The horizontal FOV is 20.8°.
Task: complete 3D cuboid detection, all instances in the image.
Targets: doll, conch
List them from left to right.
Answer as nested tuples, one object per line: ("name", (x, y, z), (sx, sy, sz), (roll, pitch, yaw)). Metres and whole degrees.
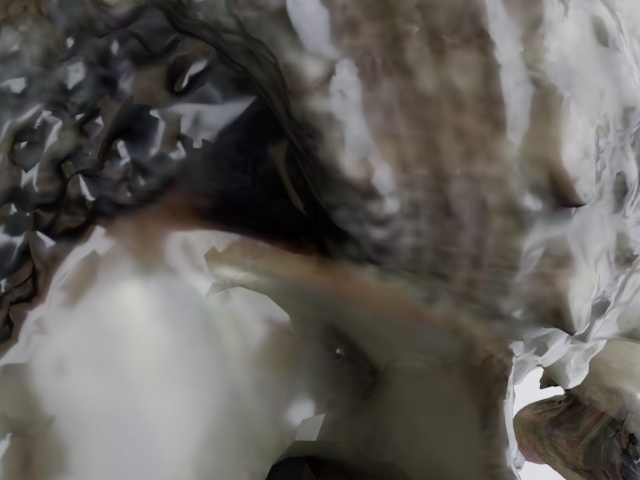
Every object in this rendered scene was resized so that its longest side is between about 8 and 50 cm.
("conch", (0.004, -0.002, 0.462), (0.186, 0.241, 0.313), (26, 71, -53))
("doll", (0.175, 0.053, 0.775), (0.149, 0.192, 0.095), (35, -34, 28))
